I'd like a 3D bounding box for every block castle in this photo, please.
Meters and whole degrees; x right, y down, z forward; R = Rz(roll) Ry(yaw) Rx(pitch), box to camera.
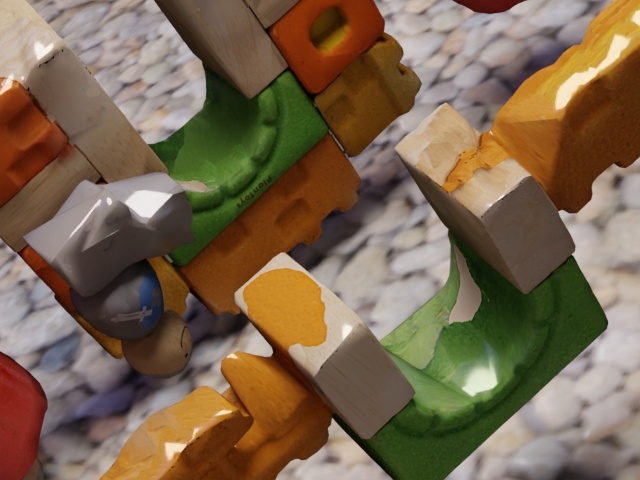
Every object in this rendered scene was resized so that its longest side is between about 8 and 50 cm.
[{"bbox_3d":[0.000,0.000,0.747,0.453,0.213,0.303,-43,48,-6],"label":"block castle"}]
